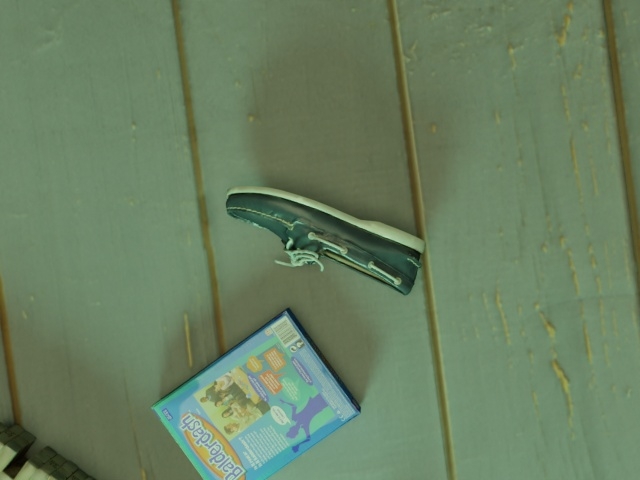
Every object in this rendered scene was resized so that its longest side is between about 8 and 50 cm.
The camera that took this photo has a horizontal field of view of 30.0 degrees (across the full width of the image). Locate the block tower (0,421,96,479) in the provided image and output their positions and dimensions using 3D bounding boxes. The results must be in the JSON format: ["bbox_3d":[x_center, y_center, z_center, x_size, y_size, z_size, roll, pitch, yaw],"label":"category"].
[{"bbox_3d":[-0.297,0.357,1.493,0.335,0.091,0.097,36,94,2],"label":"block tower"}]

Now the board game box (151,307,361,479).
[{"bbox_3d":[-0.080,0.209,1.495,0.210,0.047,0.160,-35,90,4],"label":"board game box"}]

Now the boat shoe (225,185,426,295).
[{"bbox_3d":[0.000,0.000,1.464,0.255,0.095,0.079,18,82,-6],"label":"boat shoe"}]
